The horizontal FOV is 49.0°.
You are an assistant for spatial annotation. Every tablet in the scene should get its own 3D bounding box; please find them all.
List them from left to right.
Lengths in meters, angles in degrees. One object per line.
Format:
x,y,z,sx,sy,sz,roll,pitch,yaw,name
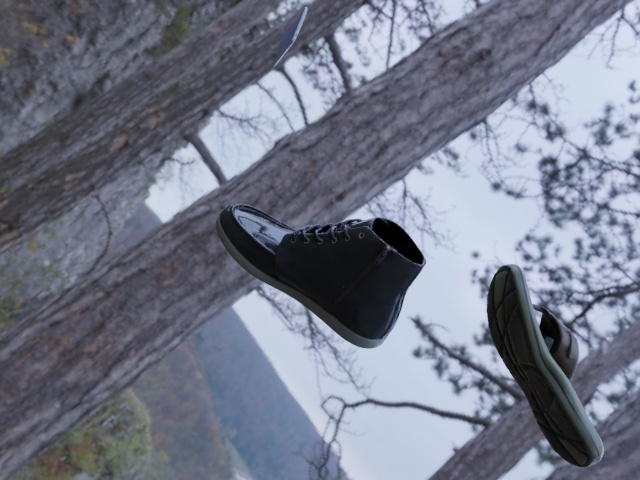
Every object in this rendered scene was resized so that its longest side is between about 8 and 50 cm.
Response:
-0.039,-0.257,0.895,0.006,0.054,0.083,25,-17,-15,tablet

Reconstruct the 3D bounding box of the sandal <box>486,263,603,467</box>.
0.330,0.173,1.019,0.302,0.086,0.120,66,-15,6,sandal

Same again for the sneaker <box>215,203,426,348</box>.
0.000,0.000,0.721,0.222,0.118,0.083,34,29,12,sneaker
